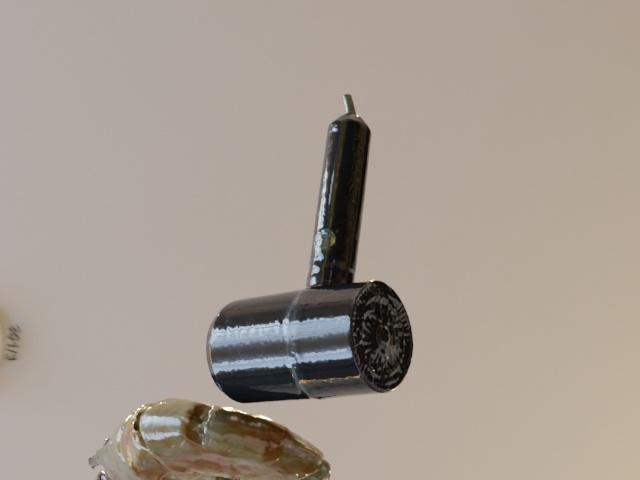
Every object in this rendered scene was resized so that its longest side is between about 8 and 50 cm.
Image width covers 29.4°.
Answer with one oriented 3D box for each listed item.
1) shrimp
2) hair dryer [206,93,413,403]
[{"bbox_3d":[-0.097,0.169,0.919,0.154,0.294,0.062,23,-112,-22],"label":"shrimp"},{"bbox_3d":[0.000,0.000,0.811,0.071,0.124,0.219,33,-122,-47],"label":"hair dryer"}]
